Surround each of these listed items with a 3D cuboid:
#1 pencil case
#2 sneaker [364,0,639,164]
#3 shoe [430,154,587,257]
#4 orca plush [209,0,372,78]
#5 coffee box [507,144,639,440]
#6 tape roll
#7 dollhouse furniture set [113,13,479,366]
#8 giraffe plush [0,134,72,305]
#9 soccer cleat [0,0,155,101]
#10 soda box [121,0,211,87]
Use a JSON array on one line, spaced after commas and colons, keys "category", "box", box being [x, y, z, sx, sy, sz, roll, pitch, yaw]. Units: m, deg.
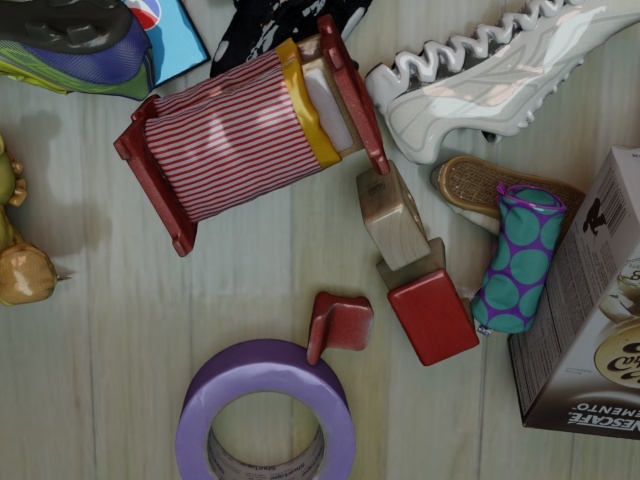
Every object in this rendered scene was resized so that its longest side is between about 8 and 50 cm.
[{"category": "pencil case", "box": [0.195, 0.020, 0.814, 0.070, 0.064, 0.151, 19, 118, 19]}, {"category": "sneaker", "box": [0.196, -0.168, 0.804, 0.292, 0.110, 0.118, -22, 89, 8]}, {"category": "shoe", "box": [0.217, -0.034, 0.871, 0.219, 0.058, 0.076, 23, 79, -12]}, {"category": "orca plush", "box": [0.010, -0.225, 0.787, 0.287, 0.102, 0.151, -26, 102, 1]}, {"category": "coffee box", "box": [0.313, 0.065, 0.789, 0.168, 0.118, 0.297, 6, 136, -5]}, {"category": "tape roll", "box": [-0.059, 0.208, 0.884, 0.189, 0.080, 0.188, -1, 102, -5]}, {"category": "dollhouse furniture set", "box": [0.000, 0.000, 0.771, 0.201, 0.152, 0.374, -24, 115, 10]}, {"category": "giraffe plush", "box": [-0.334, -0.023, 0.770, 0.182, 0.210, 0.170, -6, 97, 22]}, {"category": "soccer cleat", "box": [-0.287, -0.178, 0.758, 0.289, 0.121, 0.093, 10, 60, 20]}, {"category": "soda box", "box": [-0.187, -0.255, 0.786, 0.071, 0.067, 0.210, -27, 102, 2]}]
